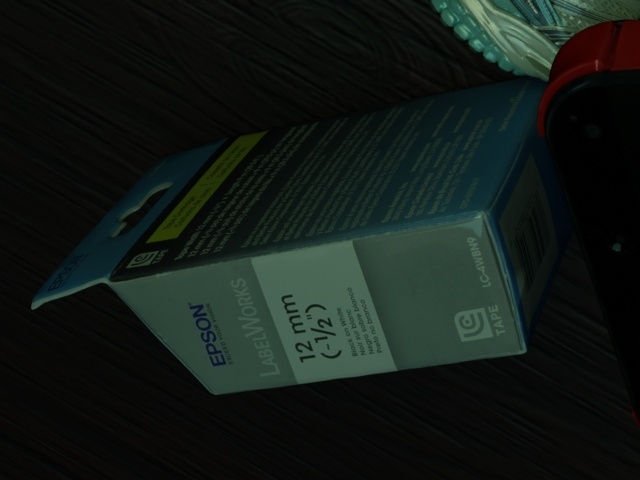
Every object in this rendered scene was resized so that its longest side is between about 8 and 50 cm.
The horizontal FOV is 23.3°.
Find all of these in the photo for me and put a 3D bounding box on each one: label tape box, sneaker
[{"bbox_3d":[0.000,0.000,1.140,0.347,0.249,0.115,-12,112,25],"label":"label tape box"},{"bbox_3d":[0.214,-0.137,1.076,0.283,0.110,0.122,34,120,0],"label":"sneaker"}]

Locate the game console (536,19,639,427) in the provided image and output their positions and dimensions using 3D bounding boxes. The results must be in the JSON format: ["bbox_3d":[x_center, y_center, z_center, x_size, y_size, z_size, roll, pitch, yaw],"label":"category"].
[{"bbox_3d":[0.334,0.021,1.003,0.342,0.060,0.386,1,132,32],"label":"game console"}]
